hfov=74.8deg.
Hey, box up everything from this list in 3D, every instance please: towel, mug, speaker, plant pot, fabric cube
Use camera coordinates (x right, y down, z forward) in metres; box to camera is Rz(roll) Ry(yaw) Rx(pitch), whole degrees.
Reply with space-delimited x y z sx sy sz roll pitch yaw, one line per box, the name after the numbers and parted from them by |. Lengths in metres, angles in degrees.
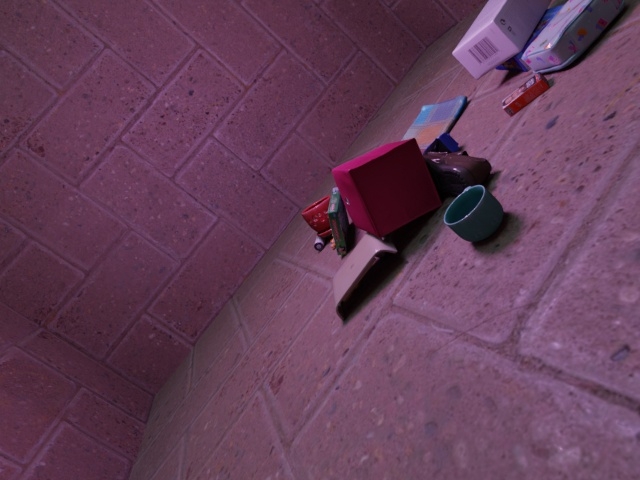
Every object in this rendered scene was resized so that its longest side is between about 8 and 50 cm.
0.495 -0.512 1.939 0.370 0.040 0.271 -55 30 -16 | towel
0.404 -0.071 1.069 0.158 0.097 0.129 -54 13 -16 | mug
0.000 0.000 2.295 0.055 0.055 0.136 -44 15 26 | speaker
0.017 -0.123 2.243 0.191 0.174 0.191 -29 12 7 | plant pot
0.223 -0.187 1.483 0.259 0.254 0.258 -26 13 -6 | fabric cube

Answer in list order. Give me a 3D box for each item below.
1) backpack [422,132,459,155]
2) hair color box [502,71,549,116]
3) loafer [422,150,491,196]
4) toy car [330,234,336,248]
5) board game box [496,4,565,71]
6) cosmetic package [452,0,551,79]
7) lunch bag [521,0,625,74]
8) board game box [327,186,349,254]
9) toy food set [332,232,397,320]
0.466 -0.343 1.614 0.101 0.098 0.120 -34 -7 -36 | backpack
0.681 -0.487 1.395 0.141 0.043 0.072 -40 18 40 | hair color box
0.437 -0.227 1.383 0.130 0.134 0.366 -28 23 -4 | loafer
0.062 0.003 2.115 0.060 0.040 0.122 -50 14 3 | toy car
0.830 -0.802 1.678 0.233 0.078 0.347 -46 14 20 | board game box
0.744 -0.887 1.664 0.453 0.161 0.230 -55 14 -19 | cosmetic package
0.809 -0.679 1.356 0.279 0.108 0.224 -48 10 6 | lunch bag
0.089 -0.099 1.962 0.046 0.214 0.317 -9 25 10 | board game box
0.148 0.114 1.473 0.306 0.092 0.220 -56 12 16 | toy food set
